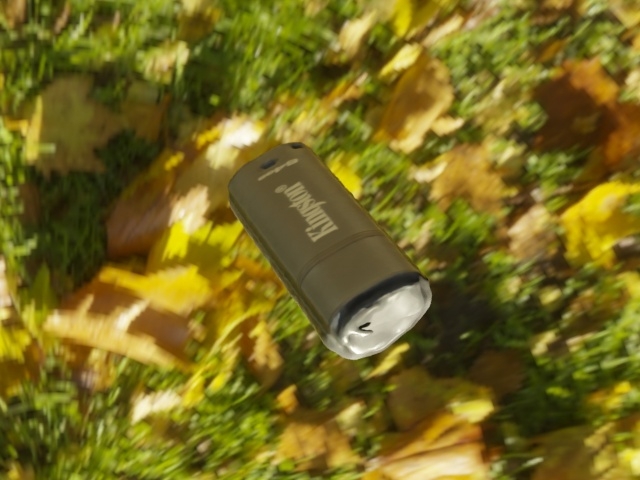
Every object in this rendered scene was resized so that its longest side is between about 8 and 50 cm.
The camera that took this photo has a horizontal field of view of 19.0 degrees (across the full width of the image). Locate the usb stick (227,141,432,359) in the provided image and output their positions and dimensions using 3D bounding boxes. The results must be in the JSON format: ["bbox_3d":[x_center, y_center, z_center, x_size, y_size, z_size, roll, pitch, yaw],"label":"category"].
[{"bbox_3d":[0.000,0.000,1.302,0.077,0.278,0.045,-36,118,-1],"label":"usb stick"}]
